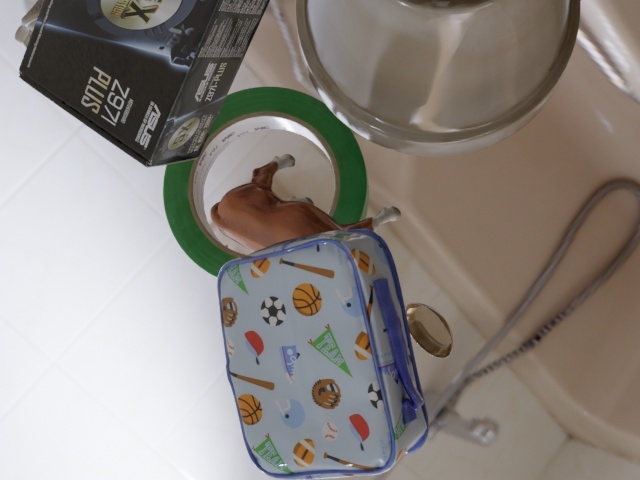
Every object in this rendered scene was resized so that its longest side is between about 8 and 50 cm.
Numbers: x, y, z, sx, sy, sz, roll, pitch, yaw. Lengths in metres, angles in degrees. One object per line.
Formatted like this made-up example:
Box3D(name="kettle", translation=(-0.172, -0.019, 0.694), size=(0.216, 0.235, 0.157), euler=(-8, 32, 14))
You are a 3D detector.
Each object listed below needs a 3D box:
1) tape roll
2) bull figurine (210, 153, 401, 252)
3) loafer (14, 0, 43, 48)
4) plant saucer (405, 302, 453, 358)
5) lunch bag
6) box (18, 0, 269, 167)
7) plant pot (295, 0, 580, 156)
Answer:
Box3D(name="tape roll", translation=(-0.084, -0.079, 1.507), size=(0.321, 0.321, 0.077), euler=(39, 176, 10))
Box3D(name="bull figurine", translation=(0.000, 0.000, 1.339), size=(0.310, 0.188, 0.101), euler=(31, 132, 10))
Box3D(name="loafer", translation=(-0.282, -0.227, 1.001), size=(0.050, 0.056, 0.148), euler=(39, 166, -18))
Box3D(name="plant saucer", translation=(0.141, 0.112, 1.211), size=(0.083, 0.015, 0.083), euler=(37, 146, 31))
Box3D(name="lunch bag", translation=(0.007, 0.144, 1.158), size=(0.243, 0.115, 0.303), euler=(-13, 90, 32))
Box3D(name="box", translation=(-0.137, -0.173, 0.755), size=(0.147, 0.180, 0.077), euler=(35, -158, 16))
Box3D(name="plant pot", translation=(0.123, -0.274, 0.976), size=(0.323, 0.323, 0.280), euler=(39, 176, 9))
